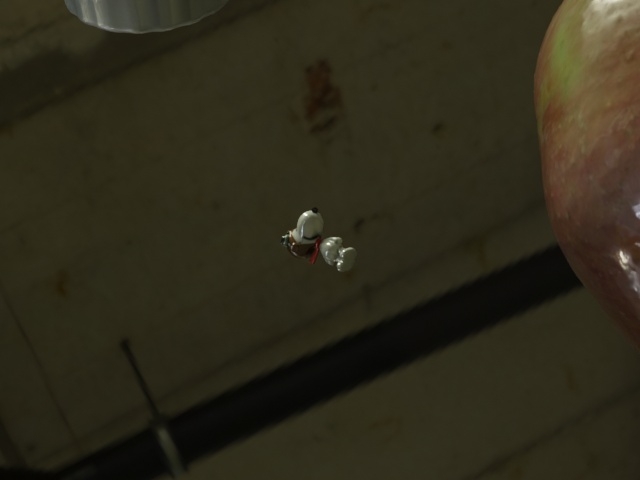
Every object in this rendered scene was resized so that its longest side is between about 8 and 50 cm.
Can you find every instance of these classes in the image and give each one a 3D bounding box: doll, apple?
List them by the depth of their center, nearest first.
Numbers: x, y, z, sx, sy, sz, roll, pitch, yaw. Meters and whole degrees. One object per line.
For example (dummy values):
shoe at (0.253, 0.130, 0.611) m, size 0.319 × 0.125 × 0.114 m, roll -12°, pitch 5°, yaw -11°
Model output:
apple at (0.257, -0.047, 0.928) m, size 0.235 × 0.305 × 0.306 m, roll -23°, pitch -36°, yaw 28°
doll at (0.000, 0.007, 1.634) m, size 0.040 × 0.085 × 0.058 m, roll -11°, pitch -38°, yaw -50°

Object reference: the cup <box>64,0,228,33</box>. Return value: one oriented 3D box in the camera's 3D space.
cup at (-0.126, -0.296, 1.266) m, size 0.221 × 0.167 × 0.202 m, roll -26°, pitch -47°, yaw -26°
